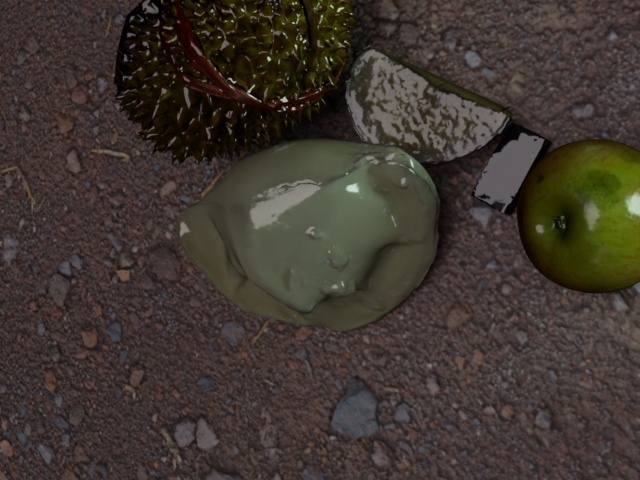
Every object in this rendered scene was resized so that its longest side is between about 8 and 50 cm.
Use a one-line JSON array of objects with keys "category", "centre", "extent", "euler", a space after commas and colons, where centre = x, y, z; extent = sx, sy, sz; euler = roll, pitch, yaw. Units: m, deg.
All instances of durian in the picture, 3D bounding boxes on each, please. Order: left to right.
[{"category": "durian", "centre": [-0.123, -0.286, 1.182], "extent": [0.385, 0.348, 0.347], "euler": [-13, 85, 33]}]

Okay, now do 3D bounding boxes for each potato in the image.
[{"category": "potato", "centre": [0.147, -0.172, 1.177], "extent": [0.243, 0.098, 0.138], "euler": [31, 109, 18]}]

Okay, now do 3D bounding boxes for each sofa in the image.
[{"category": "sofa", "centre": [0.264, -0.099, 1.146], "extent": [0.060, 0.039, 0.118], "euler": [33, 105, 23]}]

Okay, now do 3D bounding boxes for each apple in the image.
[{"category": "apple", "centre": [0.337, -0.028, 1.021], "extent": [0.196, 0.196, 0.195], "euler": [0, 91, 29]}]

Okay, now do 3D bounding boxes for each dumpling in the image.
[{"category": "dumpling", "centre": [0.000, 0.000, 1.216], "extent": [0.395, 0.233, 0.315], "euler": [-20, 119, 23]}]
